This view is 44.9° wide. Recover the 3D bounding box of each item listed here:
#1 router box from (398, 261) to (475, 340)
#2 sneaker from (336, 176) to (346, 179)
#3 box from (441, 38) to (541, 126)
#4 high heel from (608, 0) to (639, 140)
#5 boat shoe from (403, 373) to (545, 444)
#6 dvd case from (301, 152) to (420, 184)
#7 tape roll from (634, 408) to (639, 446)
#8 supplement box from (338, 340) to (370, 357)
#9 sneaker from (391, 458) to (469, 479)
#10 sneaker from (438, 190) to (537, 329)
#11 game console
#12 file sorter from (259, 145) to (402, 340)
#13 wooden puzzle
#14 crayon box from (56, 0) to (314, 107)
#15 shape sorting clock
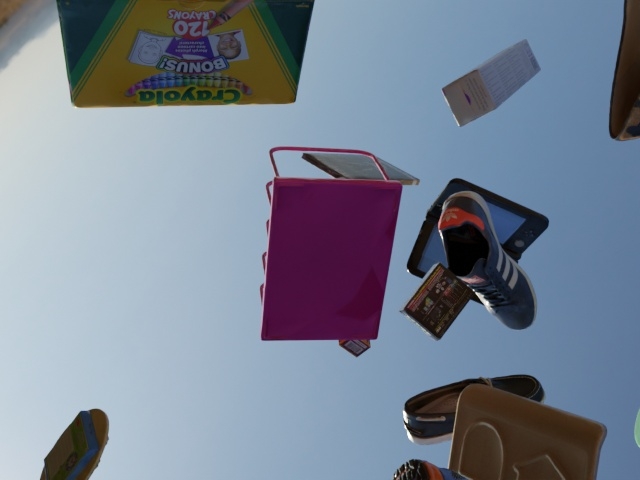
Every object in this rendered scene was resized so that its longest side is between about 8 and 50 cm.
[{"bbox_3d":[0.221,0.116,1.476,0.122,0.092,0.038,-50,-177,-14],"label":"router box"},{"bbox_3d":[0.019,-0.052,1.320,0.047,0.057,0.119,40,-50,38],"label":"sneaker"},{"bbox_3d":[0.276,-0.255,1.219,0.063,0.067,0.324,-25,-171,33],"label":"box"},{"bbox_3d":[0.283,-0.218,0.719,0.186,0.261,0.093,-48,-158,16],"label":"high heel"},{"bbox_3d":[0.318,0.334,1.596,0.302,0.091,0.114,-20,-147,-6],"label":"boat shoe"},{"bbox_3d":[0.091,-0.159,1.730,0.164,0.221,0.018,35,-61,43],"label":"dvd case"},{"bbox_3d":[0.710,0.270,1.420,0.321,0.077,0.321,-55,172,-11],"label":"tape roll"},{"bbox_3d":[0.067,0.187,1.579,0.043,0.055,0.083,-41,-150,24],"label":"supplement box"},{"bbox_3d":[0.100,0.302,0.847,0.221,0.087,0.083,129,-28,-57],"label":"sneaker"},{"bbox_3d":[0.348,0.073,1.664,0.131,0.350,0.148,-23,-163,35],"label":"sneaker"},{"bbox_3d":[0.417,0.012,2.062,0.250,0.293,0.173,120,-10,-52],"label":"game console"},{"bbox_3d":[0.000,0.000,1.321,0.182,0.202,0.291,-109,-157,-61],"label":"file sorter"},{"bbox_3d":[0.330,0.441,1.291,0.322,0.080,0.348,6,-98,61],"label":"wooden puzzle"},{"bbox_3d":[-0.159,-0.244,0.917,0.165,0.278,0.081,105,-23,-54],"label":"crayon box"},{"bbox_3d":[-0.483,0.427,1.521,0.206,0.040,0.206,-35,-144,30],"label":"shape sorting clock"}]
